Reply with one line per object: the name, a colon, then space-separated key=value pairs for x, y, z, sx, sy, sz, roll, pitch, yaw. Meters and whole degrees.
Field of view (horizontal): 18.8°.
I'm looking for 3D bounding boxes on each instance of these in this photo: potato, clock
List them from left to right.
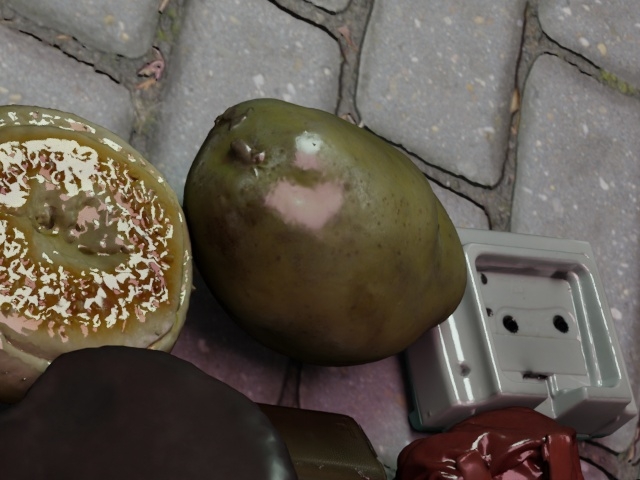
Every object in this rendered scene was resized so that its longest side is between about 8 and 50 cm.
potato: x=0.000 y=0.000 z=1.909 sx=0.326 sy=0.221 sz=0.243 roll=21 pitch=71 yaw=-52
clock: x=0.215 y=0.092 z=2.088 sx=0.262 sy=0.116 sz=0.231 roll=7 pitch=63 yaw=-32

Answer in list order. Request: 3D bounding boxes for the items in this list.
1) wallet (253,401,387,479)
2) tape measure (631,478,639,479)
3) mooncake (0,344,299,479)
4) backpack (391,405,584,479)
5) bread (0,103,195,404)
wallet: x=-0.037 y=0.201 z=1.886 sx=0.198 sy=0.031 sz=0.110 roll=11 pitch=29 yaw=-29
tape measure: x=0.332 y=0.335 z=1.964 sx=0.115 sy=0.207 sz=0.235 roll=-6 pitch=64 yaw=-32
mooncake: x=-0.182 y=0.286 z=1.570 sx=0.381 sy=0.212 sz=0.351 roll=-28 pitch=41 yaw=-25
backpack: x=0.178 y=0.282 z=1.939 sx=0.229 sy=0.139 sz=0.229 roll=-4 pitch=98 yaw=-30
bread: x=-0.266 y=0.019 z=1.775 sx=0.306 sy=0.159 sz=0.305 roll=14 pitch=63 yaw=-29
